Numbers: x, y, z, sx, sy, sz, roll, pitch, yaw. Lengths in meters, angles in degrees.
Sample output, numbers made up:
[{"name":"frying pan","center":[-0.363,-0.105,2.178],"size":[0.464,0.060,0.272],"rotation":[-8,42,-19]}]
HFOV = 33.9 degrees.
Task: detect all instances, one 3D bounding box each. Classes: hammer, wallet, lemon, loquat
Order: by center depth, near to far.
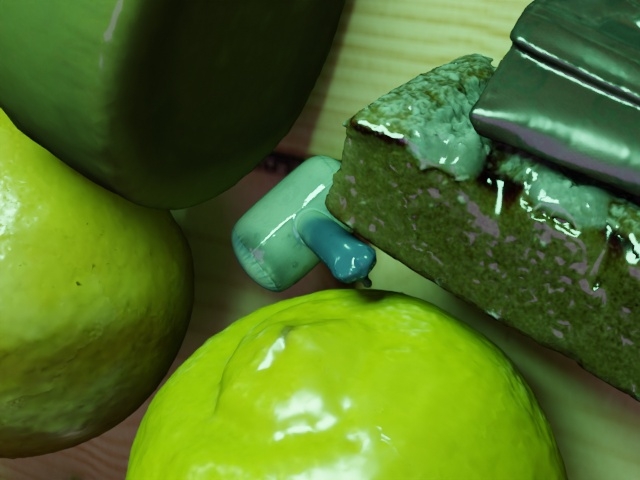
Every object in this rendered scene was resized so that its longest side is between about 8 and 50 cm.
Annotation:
[{"name":"wallet","center":[0.227,-0.094,0.619],"size":[0.229,0.182,0.049],"rotation":[26,159,19]},{"name":"lemon","center":[0.021,0.204,0.764],"size":[0.347,0.348,0.348],"rotation":[12,115,28]},{"name":"hammer","center":[0.000,0.000,0.772],"size":[0.116,0.194,0.069],"rotation":[-41,110,-3]},{"name":"loquat","center":[-0.284,0.046,0.882],"size":[0.328,0.359,0.328],"rotation":[36,157,18]}]

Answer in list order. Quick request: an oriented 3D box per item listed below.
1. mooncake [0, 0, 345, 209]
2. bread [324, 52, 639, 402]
[{"name":"mooncake","center":[-0.103,-0.170,0.718],"size":[0.155,0.284,0.285],"rotation":[28,122,19]},{"name":"bread","center":[0.217,0.019,0.663],"size":[0.416,0.165,0.113],"rotation":[31,128,18]}]
